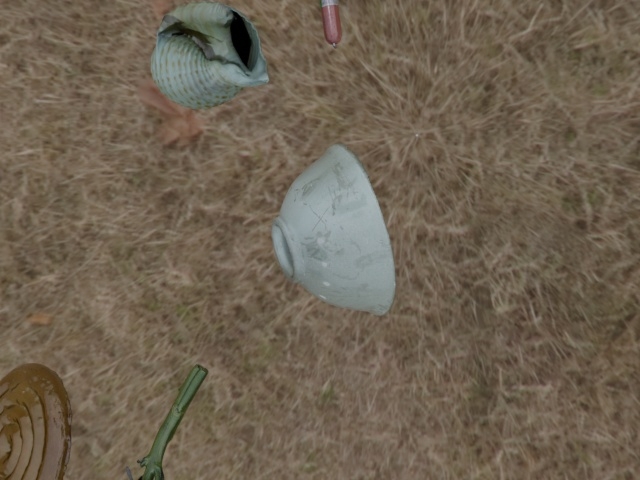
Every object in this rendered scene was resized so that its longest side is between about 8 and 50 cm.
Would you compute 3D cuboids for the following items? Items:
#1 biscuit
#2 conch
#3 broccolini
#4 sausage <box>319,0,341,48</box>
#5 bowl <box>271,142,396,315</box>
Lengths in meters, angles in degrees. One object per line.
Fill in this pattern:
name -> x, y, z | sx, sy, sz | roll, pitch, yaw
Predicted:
biscuit -> -0.446, 0.304, 1.376 | 0.262, 0.037, 0.262 | -19, 63, 41
conch -> -0.137, -0.232, 1.160 | 0.153, 0.102, 0.135 | -6, 118, 8
broccolini -> -0.183, 0.267, 1.115 | 0.062, 0.123, 0.271 | 37, 60, -33
sausage -> 0.008, -0.410, 1.484 | 0.029, 0.029, 0.223 | -8, 85, 7
bowl -> 0.000, 0.000, 1.633 | 0.146, 0.313, 0.313 | -16, 95, -15
